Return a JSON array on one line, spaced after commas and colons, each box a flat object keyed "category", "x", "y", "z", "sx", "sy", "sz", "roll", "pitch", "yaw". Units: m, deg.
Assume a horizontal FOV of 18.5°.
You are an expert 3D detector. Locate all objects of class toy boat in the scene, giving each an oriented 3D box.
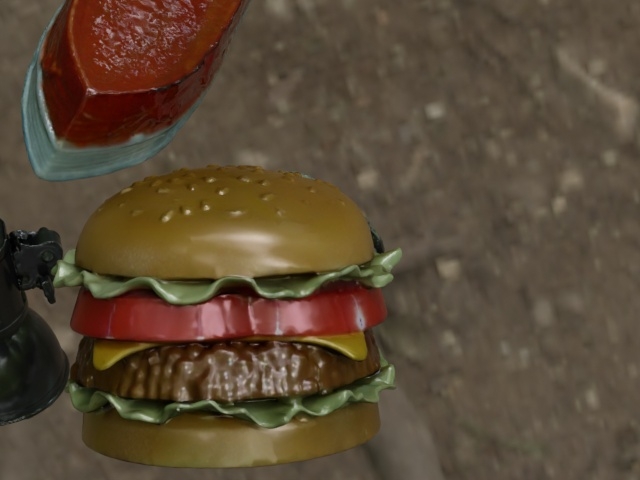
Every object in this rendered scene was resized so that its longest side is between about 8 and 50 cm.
[{"category": "toy boat", "x": -0.161, "y": -0.160, "z": 1.688, "sx": 0.145, "sy": 0.133, "sz": 0.332, "roll": 30, "pitch": 41, "yaw": -1}]

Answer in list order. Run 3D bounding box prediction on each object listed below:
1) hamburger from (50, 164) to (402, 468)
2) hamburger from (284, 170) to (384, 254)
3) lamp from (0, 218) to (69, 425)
[{"category": "hamburger", "x": -0.073, "y": 0.047, "z": 1.525, "sx": 0.274, "sy": 0.212, "sz": 0.274, "roll": -2, "pitch": 10, "yaw": 0}, {"category": "hamburger", "x": 0.000, "y": 0.000, "z": 1.750, "sx": 0.140, "sy": 0.133, "sz": 0.062, "roll": 38, "pitch": 72, "yaw": 11}, {"category": "lamp", "x": -0.339, "y": 0.059, "z": 1.991, "sx": 0.172, "sy": 0.227, "sz": 0.147, "roll": -11, "pitch": 40, "yaw": -5}]
